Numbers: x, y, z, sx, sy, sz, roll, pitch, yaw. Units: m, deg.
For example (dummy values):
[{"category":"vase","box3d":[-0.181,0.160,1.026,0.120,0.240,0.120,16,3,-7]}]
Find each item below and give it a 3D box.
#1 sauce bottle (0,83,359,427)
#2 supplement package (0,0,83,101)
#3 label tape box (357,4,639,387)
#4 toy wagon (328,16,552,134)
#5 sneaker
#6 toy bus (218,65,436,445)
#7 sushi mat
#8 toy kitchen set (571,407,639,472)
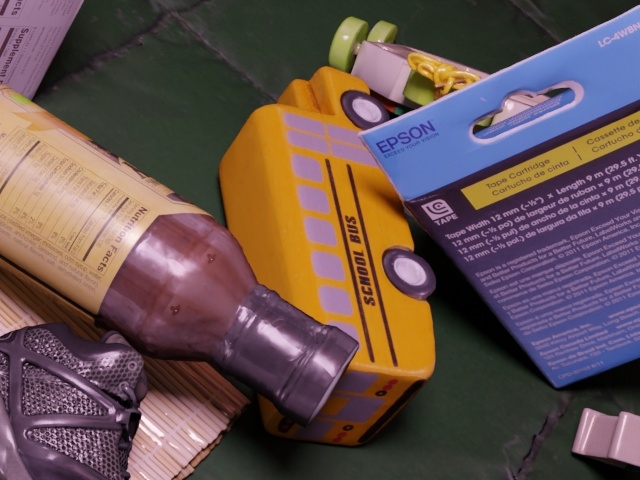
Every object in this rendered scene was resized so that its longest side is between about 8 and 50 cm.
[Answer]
[{"category":"sauce bottle","box3d":[-0.135,0.010,0.932,0.344,0.111,0.111,33,38,4]},{"category":"supplement package","box3d":[-0.300,-0.266,1.058,0.145,0.204,0.261,-5,55,-41]},{"category":"label tape box","box3d":[0.223,-0.049,1.113,0.347,0.249,0.115,49,28,-34]},{"category":"toy wagon","box3d":[0.139,-0.135,1.268,0.267,0.068,0.344,22,13,14]},{"category":"sneaker","box3d":[-0.137,0.142,0.855,0.130,0.087,0.227,-32,69,-22]},{"category":"toy bus","box3d":[0.000,0.000,1.109,0.130,0.108,0.332,11,47,-28]},{"category":"sushi mat","box3d":[-0.203,0.053,0.969,0.316,0.019,0.151,42,38,4]},{"category":"toy kitchen set","box3d":[0.281,0.255,1.113,0.122,0.166,0.207,21,78,-19]}]
